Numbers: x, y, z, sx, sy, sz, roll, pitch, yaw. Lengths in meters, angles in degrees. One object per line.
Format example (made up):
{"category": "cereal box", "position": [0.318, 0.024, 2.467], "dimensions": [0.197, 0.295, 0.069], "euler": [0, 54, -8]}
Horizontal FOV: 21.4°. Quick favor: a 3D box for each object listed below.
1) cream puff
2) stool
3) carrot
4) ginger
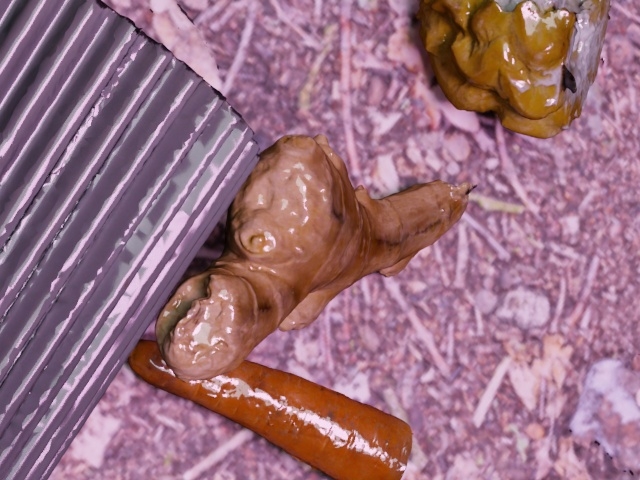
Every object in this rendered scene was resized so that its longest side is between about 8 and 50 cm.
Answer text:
{"category": "cream puff", "position": [0.139, -0.151, 1.241], "dimensions": [0.156, 0.156, 0.121], "euler": [8, 124, -23]}
{"category": "stool", "position": [-0.240, 0.020, 0.964], "dimensions": [0.297, 0.297, 0.330], "euler": [33, 78, -18]}
{"category": "carrot", "position": [-0.040, 0.113, 1.166], "dimensions": [0.209, 0.061, 0.061], "euler": [25, 75, -16]}
{"category": "ginger", "position": [0.000, 0.000, 1.120], "dimensions": [0.333, 0.081, 0.148], "euler": [-11, 107, -60]}
